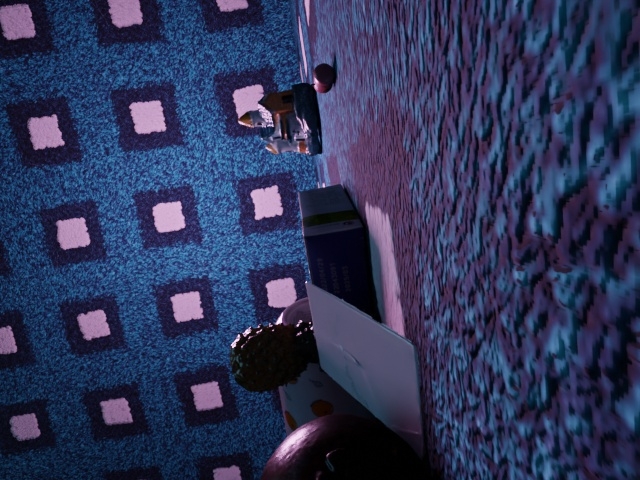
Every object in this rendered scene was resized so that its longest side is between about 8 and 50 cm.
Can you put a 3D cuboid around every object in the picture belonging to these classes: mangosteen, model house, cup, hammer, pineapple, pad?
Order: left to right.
[{"bbox_3d":[-0.146,-0.414,1.497,0.253,0.291,0.184,85,180,-77],"label":"model house"},{"bbox_3d":[-0.020,0.174,0.694,0.125,0.251,0.125,-16,-90,-79],"label":"pineapple"},{"bbox_3d":[0.005,-0.302,0.784,0.083,0.043,0.043,-100,1,-83],"label":"hammer"},{"bbox_3d":[0.013,0.290,0.886,0.212,0.213,0.317,-102,4,-68],"label":"cup"},{"bbox_3d":[0.028,0.290,0.440,0.210,0.210,0.209,171,90,-89],"label":"mangosteen"},{"bbox_3d":[0.047,0.150,0.535,0.232,0.004,0.156,22,126,56],"label":"pad"}]

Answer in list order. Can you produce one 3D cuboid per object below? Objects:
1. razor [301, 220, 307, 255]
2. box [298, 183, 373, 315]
[{"bbox_3d":[-0.004,0.002,1.453,0.326,0.107,0.189,-101,2,-54],"label":"razor"},{"bbox_3d":[0.023,0.021,0.848,0.299,0.107,0.200,-105,6,-68],"label":"box"}]
